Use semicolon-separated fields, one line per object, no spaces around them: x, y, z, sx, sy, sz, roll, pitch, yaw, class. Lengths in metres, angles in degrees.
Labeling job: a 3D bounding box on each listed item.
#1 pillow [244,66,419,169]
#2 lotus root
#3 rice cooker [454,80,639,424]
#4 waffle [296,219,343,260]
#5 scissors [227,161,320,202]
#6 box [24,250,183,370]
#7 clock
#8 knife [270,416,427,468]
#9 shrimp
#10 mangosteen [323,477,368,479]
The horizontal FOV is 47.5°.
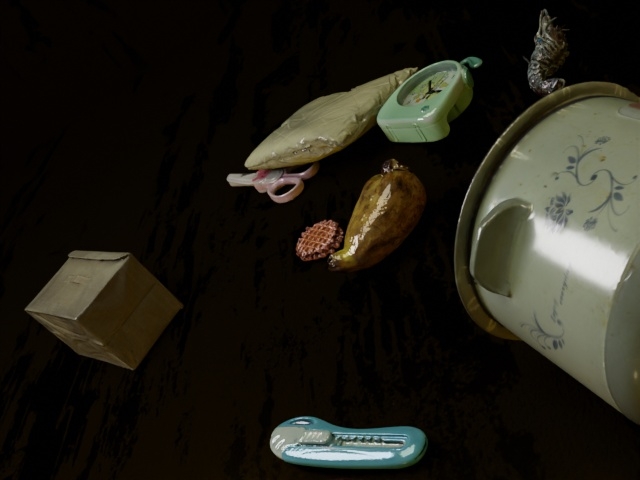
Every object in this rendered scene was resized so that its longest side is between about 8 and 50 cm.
0.021;-0.225;1.393;0.280;0.076;0.274;-7;30;47;pillow
0.083;-0.021;1.053;0.191;0.094;0.108;-59;2;-14;lotus root
0.273;0.006;0.643;0.316;0.264;0.316;4;21;-2;rice cooker
0.000;0.000;1.168;0.083;0.029;0.075;-23;37;21;waffle
-0.107;-0.120;1.443;0.242;0.030;0.118;4;48;45;scissors
-0.396;0.118;1.317;0.231;0.155;0.149;1;49;47;box
0.197;-0.248;1.254;0.188;0.060;0.148;-50;31;-19;clock
0.024;0.230;0.831;0.222;0.031;0.064;-10;37;40;knife
0.346;-0.286;1.126;0.076;0.082;0.174;-12;47;31;shrimp
0.022;0.298;0.561;0.216;0.216;0.216;-28;32;19;mangosteen
